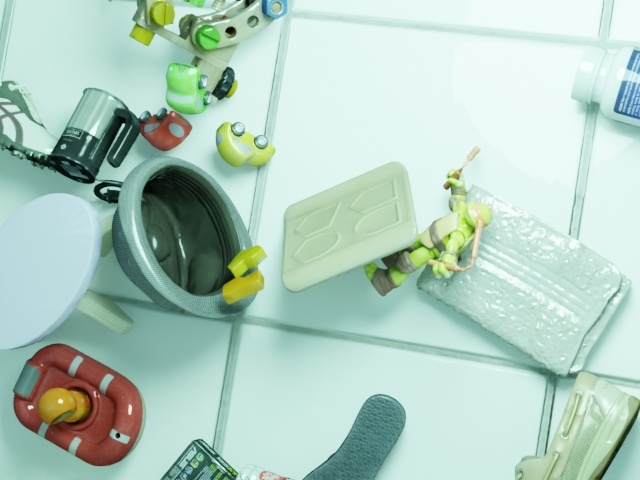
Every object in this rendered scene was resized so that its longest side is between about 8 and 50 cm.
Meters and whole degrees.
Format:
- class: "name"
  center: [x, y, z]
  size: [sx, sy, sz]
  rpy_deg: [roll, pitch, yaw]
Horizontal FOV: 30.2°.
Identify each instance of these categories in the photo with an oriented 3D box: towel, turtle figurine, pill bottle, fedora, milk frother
- class: "towel"
  center: [0.301, 0.062, 1.772]
  size: [0.282, 0.049, 0.187]
  rpy_deg: [31, 92, 15]
- class: "turtle figurine"
  center: [0.175, -0.011, 1.751]
  size: [0.217, 0.087, 0.270]
  rpy_deg: [-30, 33, 32]
- class: "pill bottle"
  center: [0.466, -0.221, 1.724]
  size: [0.186, 0.112, 0.112]
  rpy_deg: [18, 89, 14]
- class: "fedora"
  center: [-0.230, 0.011, 1.844]
  size: [0.124, 0.243, 0.275]
  rpy_deg: [-29, 87, 40]
- class: "milk frother"
  center: [-0.349, -0.148, 1.925]
  size: [0.129, 0.143, 0.135]
  rpy_deg: [19, 68, 12]

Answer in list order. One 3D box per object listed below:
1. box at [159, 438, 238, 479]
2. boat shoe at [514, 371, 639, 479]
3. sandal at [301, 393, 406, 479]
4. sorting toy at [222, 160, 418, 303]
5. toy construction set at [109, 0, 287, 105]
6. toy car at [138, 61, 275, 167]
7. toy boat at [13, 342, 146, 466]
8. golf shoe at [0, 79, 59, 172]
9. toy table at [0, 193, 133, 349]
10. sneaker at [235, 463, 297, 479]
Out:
- class: "box"
  center: [-0.187, 0.441, 1.860]
  size: [0.184, 0.045, 0.191]
  rpy_deg: [40, 94, 12]
- class: "boat shoe"
  center: [0.333, 0.353, 1.708]
  size: [0.110, 0.121, 0.341]
  rpy_deg: [30, 82, 19]
- class: "sandal"
  center: [0.046, 0.349, 1.810]
  size: [0.097, 0.054, 0.254]
  rpy_deg: [39, 92, 4]
- class: "sorting toy"
  center: [0.000, 0.000, 1.791]
  size: [0.307, 0.229, 0.041]
  rpy_deg: [-23, 118, 11]
- class: "toy construction set"
  center: [-0.233, -0.344, 1.873]
  size: [0.309, 0.257, 0.237]
  rpy_deg: [36, 107, 35]
- class: "toy car"
  center: [-0.198, -0.190, 1.829]
  size: [0.239, 0.225, 0.053]
  rpy_deg: [13, 64, 14]
- class: "toy boat"
  center: [-0.392, 0.262, 1.870]
  size: [0.231, 0.151, 0.151]
  rpy_deg: [26, 92, 15]
- class: "golf shoe"
  center: [-0.509, -0.203, 1.971]
  size: [0.272, 0.105, 0.120]
  rpy_deg: [27, 84, 14]
- class: "toy table"
  center: [-0.418, 0.055, 1.884]
  size: [0.274, 0.161, 0.252]
  rpy_deg: [-40, 75, 12]
- class: "sneaker"
  center: [-0.089, 0.457, 1.780]
  size: [0.145, 0.090, 0.270]
  rpy_deg: [22, 119, 18]
